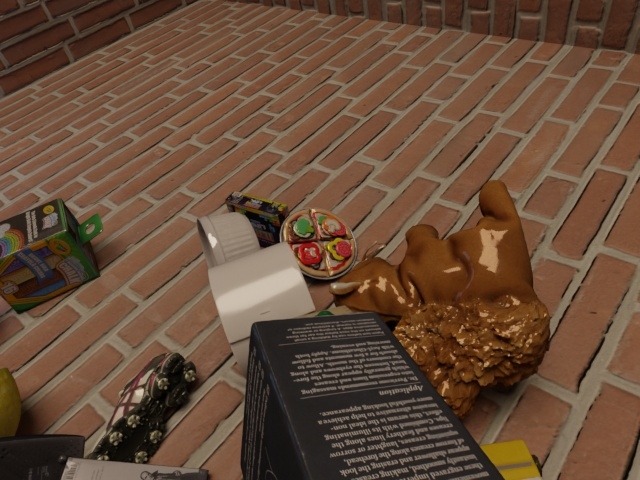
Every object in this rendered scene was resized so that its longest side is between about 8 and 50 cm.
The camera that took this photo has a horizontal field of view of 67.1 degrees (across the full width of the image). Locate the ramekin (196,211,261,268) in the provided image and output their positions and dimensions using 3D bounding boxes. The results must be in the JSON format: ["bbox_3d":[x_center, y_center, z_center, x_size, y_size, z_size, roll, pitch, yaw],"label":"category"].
[{"bbox_3d":[-0.212,0.029,1.154,0.109,0.207,0.207,-19,43,-19],"label":"ramekin"}]

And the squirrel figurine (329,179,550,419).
[{"bbox_3d":[0.205,0.127,0.913,0.371,0.281,0.396,-11,41,11],"label":"squirrel figurine"}]

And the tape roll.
[{"bbox_3d":[-0.107,0.142,0.979,0.169,0.246,0.246,-20,44,-7],"label":"tape roll"}]

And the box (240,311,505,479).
[{"bbox_3d":[0.039,0.324,0.629,0.212,0.293,0.395,-1,26,-20],"label":"box"}]

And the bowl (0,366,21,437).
[{"bbox_3d":[-0.673,0.392,0.893,0.289,0.289,0.156,-41,92,-27],"label":"bowl"}]

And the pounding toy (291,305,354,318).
[{"bbox_3d":[0.008,0.180,0.834,0.130,0.141,0.100,-11,21,-21],"label":"pounding toy"}]

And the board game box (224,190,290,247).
[{"bbox_3d":[-0.154,-0.046,1.255,0.170,0.141,0.048,17,49,28],"label":"board game box"}]

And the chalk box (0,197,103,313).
[{"bbox_3d":[-0.719,0.023,1.291,0.289,0.179,0.180,-25,44,-14],"label":"chalk box"}]

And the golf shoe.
[{"bbox_3d":[-0.361,0.344,0.955,0.120,0.105,0.272,-4,39,41],"label":"golf shoe"}]

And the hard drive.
[{"bbox_3d":[-0.542,0.412,0.808,0.255,0.171,0.054,4,2,-31],"label":"hard drive"}]

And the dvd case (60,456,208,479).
[{"bbox_3d":[-0.317,0.459,0.790,0.239,0.029,0.179,10,43,-11],"label":"dvd case"}]

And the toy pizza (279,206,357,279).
[{"bbox_3d":[0.000,0.000,1.181,0.201,0.032,0.201,10,59,-16],"label":"toy pizza"}]

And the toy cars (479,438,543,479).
[{"bbox_3d":[0.246,0.456,0.689,0.177,0.087,0.393,22,53,31],"label":"toy cars"}]
